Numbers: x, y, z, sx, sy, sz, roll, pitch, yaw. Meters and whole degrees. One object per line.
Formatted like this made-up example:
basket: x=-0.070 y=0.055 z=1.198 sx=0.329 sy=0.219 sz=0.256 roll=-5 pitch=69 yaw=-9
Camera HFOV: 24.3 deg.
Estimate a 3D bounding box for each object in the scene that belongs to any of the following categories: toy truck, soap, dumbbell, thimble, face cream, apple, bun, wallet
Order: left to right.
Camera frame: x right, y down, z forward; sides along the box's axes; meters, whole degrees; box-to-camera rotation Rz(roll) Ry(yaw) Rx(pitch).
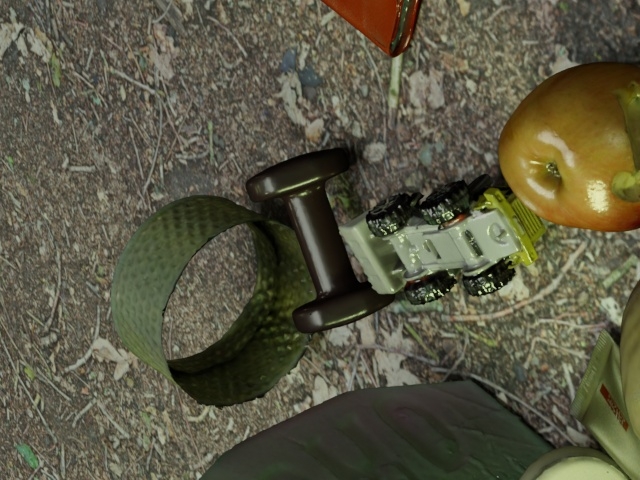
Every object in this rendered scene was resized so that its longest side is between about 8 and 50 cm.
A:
thimble: x=-0.142 y=0.076 z=2.031 sx=0.150 sy=0.271 sz=0.271 roll=26 pitch=126 yaw=47
dumbbell: x=0.000 y=0.000 z=1.911 sx=0.124 sy=0.140 sz=0.225 roll=-64 pitch=-44 yaw=-87
wallet: x=0.040 y=-0.328 z=1.774 sx=0.204 sy=0.045 sz=0.142 roll=43 pitch=137 yaw=33
soap: x=0.044 y=0.322 z=1.746 sx=0.261 sy=0.446 sz=0.156 roll=40 pitch=137 yaw=35
toy truck: x=0.143 y=-0.004 z=1.745 sx=0.286 sy=0.111 sz=0.136 roll=-9 pitch=115 yaw=57
bun: x=0.287 y=0.296 z=1.706 sx=0.094 sy=0.138 sz=0.138 roll=-100 pitch=-2 yaw=-78
apple: x=0.270 y=-0.091 z=1.471 sx=0.199 sy=0.199 sz=0.199 roll=28 pitch=128 yaw=43
face cream: x=0.389 y=0.252 z=1.583 sx=0.341 sy=0.084 sz=0.137 roll=50 pitch=144 yaw=36

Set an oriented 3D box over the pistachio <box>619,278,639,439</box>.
pistachio: x=0.369 y=0.119 z=1.488 sx=0.153 sy=0.137 sz=0.238 roll=-77 pitch=-19 yaw=-77
